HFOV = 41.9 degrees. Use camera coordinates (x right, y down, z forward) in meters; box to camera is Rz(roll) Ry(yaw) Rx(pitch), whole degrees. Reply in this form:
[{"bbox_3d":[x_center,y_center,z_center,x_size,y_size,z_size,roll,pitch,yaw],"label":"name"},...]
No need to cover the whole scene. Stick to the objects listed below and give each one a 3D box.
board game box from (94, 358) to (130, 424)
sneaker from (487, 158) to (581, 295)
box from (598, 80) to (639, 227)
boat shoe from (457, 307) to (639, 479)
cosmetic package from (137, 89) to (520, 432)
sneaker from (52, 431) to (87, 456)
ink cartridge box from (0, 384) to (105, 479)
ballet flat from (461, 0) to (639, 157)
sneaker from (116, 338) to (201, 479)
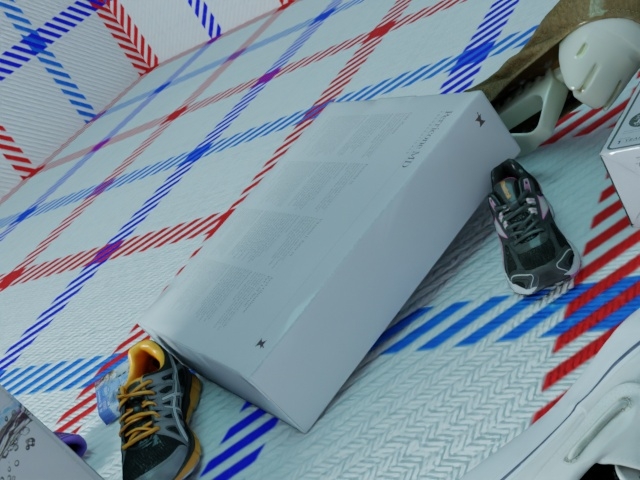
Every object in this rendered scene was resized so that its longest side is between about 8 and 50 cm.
[{"bbox_3d":[-0.233,0.173,1.023,0.090,0.020,0.090,-35,24,-6],"label":"board game box"},{"bbox_3d":[0.188,-0.018,0.793,0.072,0.077,0.178,-29,25,13],"label":"sneaker"},{"bbox_3d":[0.390,-0.140,0.761,0.169,0.087,0.290,-8,35,45],"label":"box"},{"bbox_3d":[0.182,0.130,0.501,0.267,0.096,0.088,-36,28,-4],"label":"boat shoe"},{"bbox_3d":[0.000,0.000,0.919,0.377,0.097,0.284,-50,26,-17],"label":"cosmetic package"},{"bbox_3d":[-0.309,0.265,0.890,0.071,0.068,0.170,-14,29,26],"label":"sneaker"},{"bbox_3d":[-0.326,0.208,0.678,0.198,0.270,0.197,-2,41,53],"label":"ink cartridge box"},{"bbox_3d":[0.251,-0.168,0.895,0.342,0.116,0.124,-37,33,46],"label":"ballet flat"},{"bbox_3d":[-0.176,0.183,0.858,0.084,0.083,0.215,-29,25,5],"label":"sneaker"}]
